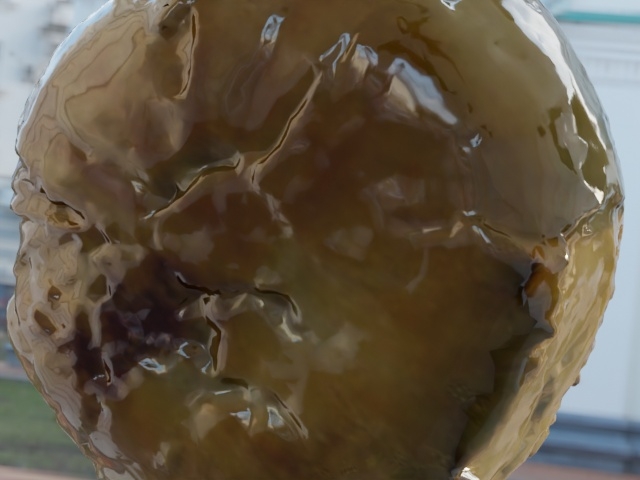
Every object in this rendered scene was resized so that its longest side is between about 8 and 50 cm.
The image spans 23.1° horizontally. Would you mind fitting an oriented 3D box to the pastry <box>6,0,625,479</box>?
[{"bbox_3d":[0.000,0.000,0.977,0.410,0.409,0.245,5,11,20],"label":"pastry"}]
